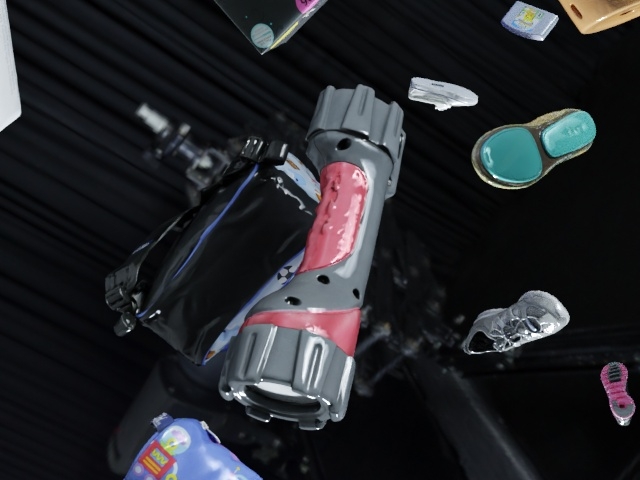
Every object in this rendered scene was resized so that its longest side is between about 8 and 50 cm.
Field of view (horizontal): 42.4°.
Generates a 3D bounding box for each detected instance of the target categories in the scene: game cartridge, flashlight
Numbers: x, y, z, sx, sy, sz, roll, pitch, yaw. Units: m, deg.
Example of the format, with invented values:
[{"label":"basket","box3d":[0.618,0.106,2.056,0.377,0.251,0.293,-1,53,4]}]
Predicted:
[{"label":"game cartridge","box3d":[0.348,-0.367,1.385,0.083,0.017,0.056,31,-100,31]},{"label":"flashlight","box3d":[0.000,0.000,0.701,0.103,0.103,0.304,77,22,-58]}]

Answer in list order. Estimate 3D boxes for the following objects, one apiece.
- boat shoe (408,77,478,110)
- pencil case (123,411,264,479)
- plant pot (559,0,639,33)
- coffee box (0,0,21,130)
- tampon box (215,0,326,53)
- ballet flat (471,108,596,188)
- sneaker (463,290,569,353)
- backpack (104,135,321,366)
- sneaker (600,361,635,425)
[{"label":"boat shoe","box3d":[0.175,-0.206,1.191,0.035,0.100,0.035,-79,-179,-55]},{"label":"pencil case","box3d":[-0.106,0.347,1.045,0.133,0.306,0.119,-48,167,-27]},{"label":"plant pot","box3d":[0.600,-0.560,1.700,0.290,0.204,0.291,-19,180,0]},{"label":"coffee box","box3d":[-0.498,-0.209,0.669,0.334,0.338,0.338,-68,164,-56]},{"label":"tampon box","box3d":[-0.081,-0.369,1.167,0.120,0.161,0.101,-39,-174,29]},{"label":"ballet flat","box3d":[0.384,-0.166,1.566,0.348,0.123,0.123,-22,180,-35]},{"label":"sneaker","box3d":[0.419,0.196,1.774,0.115,0.105,0.281,-44,-177,-33]},{"label":"backpack","box3d":[-0.081,0.006,0.982,0.276,0.213,0.263,-44,-164,13]},{"label":"sneaker","box3d":[0.517,0.268,1.433,0.047,0.057,0.119,-10,-137,18]}]
